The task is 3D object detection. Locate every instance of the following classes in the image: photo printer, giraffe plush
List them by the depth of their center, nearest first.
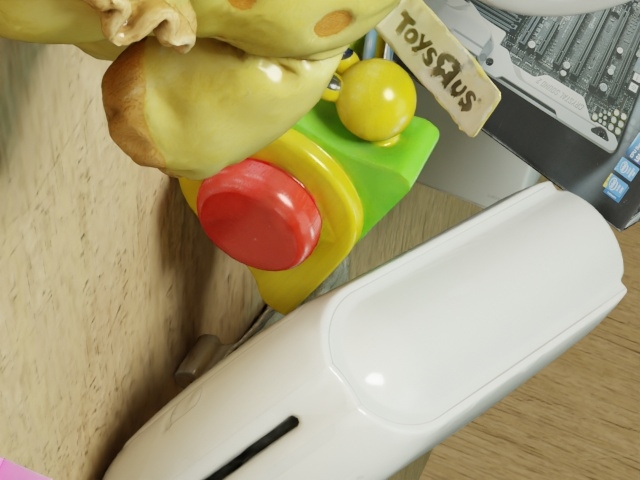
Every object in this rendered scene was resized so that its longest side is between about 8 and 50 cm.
[{"bbox_3d":[-0.062,-0.104,0.569,0.170,0.210,0.181,4,114,-47],"label":"giraffe plush"},{"bbox_3d":[0.018,0.093,1.046,0.256,0.107,0.307,-40,171,38],"label":"photo printer"}]

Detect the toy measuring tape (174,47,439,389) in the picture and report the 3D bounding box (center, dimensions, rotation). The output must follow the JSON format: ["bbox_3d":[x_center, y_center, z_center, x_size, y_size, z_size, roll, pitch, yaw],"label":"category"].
[{"bbox_3d":[-0.044,-0.015,0.992,0.330,0.121,0.121,-46,-169,52],"label":"toy measuring tape"}]

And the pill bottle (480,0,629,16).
[{"bbox_3d":[0.125,-0.268,0.970,0.146,0.146,0.264,88,-2,-63],"label":"pill bottle"}]

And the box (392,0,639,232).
[{"bbox_3d":[0.189,-0.200,1.114,0.307,0.242,0.076,-58,163,24],"label":"box"}]

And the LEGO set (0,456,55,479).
[{"bbox_3d":[-0.136,0.152,0.802,0.227,0.093,0.087,66,47,-74],"label":"LEGO set"}]

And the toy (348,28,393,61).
[{"bbox_3d":[0.025,-0.144,1.067,0.137,0.056,0.237,-14,116,-86],"label":"toy"}]

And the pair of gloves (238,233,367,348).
[{"bbox_3d":[0.000,0.000,1.283,0.204,0.042,0.240,-51,160,-56],"label":"pair of gloves"}]

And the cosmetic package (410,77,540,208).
[{"bbox_3d":[0.161,-0.176,1.470,0.225,0.138,0.224,-52,160,-59],"label":"cosmetic package"}]
